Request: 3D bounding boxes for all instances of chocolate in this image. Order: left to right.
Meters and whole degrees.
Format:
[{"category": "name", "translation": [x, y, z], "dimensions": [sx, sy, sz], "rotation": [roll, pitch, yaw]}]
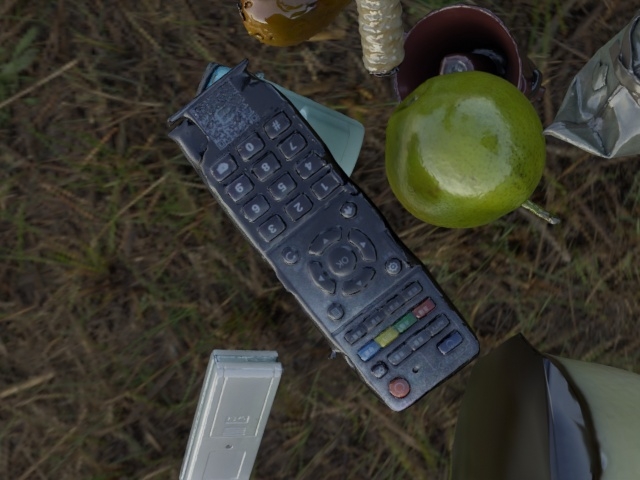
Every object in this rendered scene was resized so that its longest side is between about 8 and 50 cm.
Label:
[{"category": "chocolate", "translation": [0.350, 0.295, 1.478], "dimensions": [0.297, 0.326, 0.314], "rotation": [2, 67, -13]}]

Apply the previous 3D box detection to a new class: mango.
[{"category": "mango", "translation": [-0.022, -0.422, 1.924], "dimensions": [0.249, 0.151, 0.156], "rotation": [-34, 127, -20]}]

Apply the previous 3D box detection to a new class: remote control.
[{"category": "remote control", "translation": [-0.141, 0.281, 1.759], "dimensions": [0.103, 0.055, 0.277], "rotation": [3, 128, -20]}, {"category": "remote control", "translation": [0.000, 0.000, 1.220], "dimensions": [0.145, 0.062, 0.398], "rotation": [-38, 95, 6]}]

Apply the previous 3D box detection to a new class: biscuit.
[{"category": "biscuit", "translation": [0.070, -0.294, 1.360], "dimensions": [0.061, 0.055, 0.219], "rotation": [-14, 133, -4]}]

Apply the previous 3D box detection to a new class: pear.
[{"category": "pear", "translation": [0.175, -0.084, 1.269], "dimensions": [0.216, 0.166, 0.180], "rotation": [39, 129, -14]}]

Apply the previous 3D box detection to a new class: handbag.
[{"category": "handbag", "translation": [0.307, -0.152, 0.922], "dimensions": [0.270, 0.183, 0.117], "rotation": [-46, 60, 44]}]

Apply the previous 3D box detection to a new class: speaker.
[{"category": "speaker", "translation": [0.214, -0.256, 1.812], "dimensions": [0.259, 0.329, 0.198], "rotation": [-3, 94, 18]}]

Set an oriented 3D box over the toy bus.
[{"category": "toy bus", "translation": [-0.062, -0.181, 1.844], "dimensions": [0.165, 0.271, 0.133], "rotation": [20, 92, 42]}]
